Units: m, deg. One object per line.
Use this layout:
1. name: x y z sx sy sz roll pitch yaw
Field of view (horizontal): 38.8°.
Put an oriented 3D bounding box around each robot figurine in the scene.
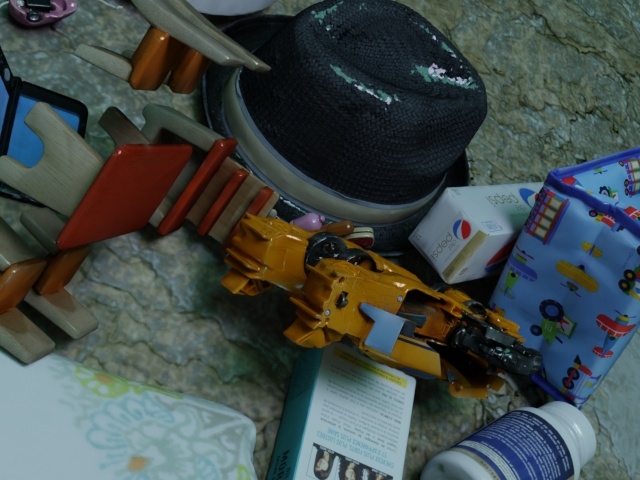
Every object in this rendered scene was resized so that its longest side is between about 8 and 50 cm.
1. robot figurine: 0.063 0.064 0.804 0.291 0.085 0.211 24 6 -40

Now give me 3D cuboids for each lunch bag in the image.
1. lunch bag: 0.319 0.009 0.967 0.138 0.221 0.293 36 40 24

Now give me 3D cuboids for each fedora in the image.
1. fedora: 0.051 -0.145 0.939 0.334 0.152 0.334 16 56 -24

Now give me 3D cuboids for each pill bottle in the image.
1. pill bottle: 0.181 0.212 0.846 0.169 0.094 0.094 -19 74 -38

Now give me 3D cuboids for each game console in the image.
1. game console: -0.250 -0.102 0.775 0.071 0.107 0.122 0 59 -1

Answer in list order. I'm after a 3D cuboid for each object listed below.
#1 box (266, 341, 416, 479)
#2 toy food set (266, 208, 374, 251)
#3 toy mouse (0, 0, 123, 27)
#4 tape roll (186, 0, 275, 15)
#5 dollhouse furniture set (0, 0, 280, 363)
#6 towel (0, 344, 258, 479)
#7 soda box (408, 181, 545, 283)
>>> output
1. box: 0.009 0.211 0.758 0.100 0.060 0.244 27 52 -16
2. toy food set: 0.000 0.000 0.864 0.122 0.078 0.019 7 56 -18
3. toy mouse: -0.263 -0.247 0.878 0.143 0.031 0.161 20 54 -21
4. tape roll: -0.138 -0.375 0.967 0.286 0.100 0.286 20 46 -21
5. dollhouse furniture set: -0.128 -0.041 0.705 0.135 0.262 0.259 37 12 4
6. towel: -0.183 0.209 0.552 0.320 0.090 0.374 24 29 -23
7. soda box: 0.193 -0.011 0.966 0.216 0.074 0.069 -6 50 -48
